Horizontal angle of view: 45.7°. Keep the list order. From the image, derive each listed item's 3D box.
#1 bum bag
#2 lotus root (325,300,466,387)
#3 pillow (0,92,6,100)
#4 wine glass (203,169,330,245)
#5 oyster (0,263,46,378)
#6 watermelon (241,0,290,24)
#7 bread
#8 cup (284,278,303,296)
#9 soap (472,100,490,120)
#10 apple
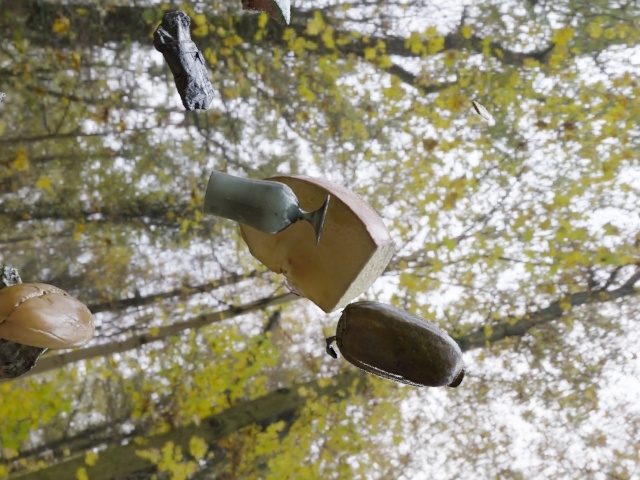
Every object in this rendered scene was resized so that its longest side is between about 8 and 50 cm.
[{"bbox_3d":[-0.260,-0.333,1.436,0.049,0.087,0.197,6,-50,35],"label":"bum bag"},{"bbox_3d":[0.136,0.182,1.316,0.124,0.241,0.122,154,-45,-75],"label":"lotus root"},{"bbox_3d":[-0.557,-0.176,1.086,0.077,0.182,0.134,67,18,-57],"label":"pillow"},{"bbox_3d":[-0.104,-0.066,1.455,0.103,0.231,0.103,-166,-90,-89],"label":"wine glass"},{"bbox_3d":[-0.495,0.099,1.150,0.199,0.087,0.251,-26,-113,21],"label":"oyster"},{"bbox_3d":[-0.099,-0.426,1.188,0.080,0.101,0.154,4,-89,22],"label":"watermelon"},{"bbox_3d":[-0.347,0.095,0.958,0.114,0.189,0.077,13,-95,8],"label":"bread"},{"bbox_3d":[0.000,0.000,2.263,0.253,0.253,0.273,23,-51,49],"label":"cup"},{"bbox_3d":[0.312,-0.251,1.472,0.012,0.089,0.034,-31,-105,22],"label":"soap"},{"bbox_3d":[-0.015,-0.011,1.638,0.309,0.252,0.314,44,-14,15],"label":"apple"}]
